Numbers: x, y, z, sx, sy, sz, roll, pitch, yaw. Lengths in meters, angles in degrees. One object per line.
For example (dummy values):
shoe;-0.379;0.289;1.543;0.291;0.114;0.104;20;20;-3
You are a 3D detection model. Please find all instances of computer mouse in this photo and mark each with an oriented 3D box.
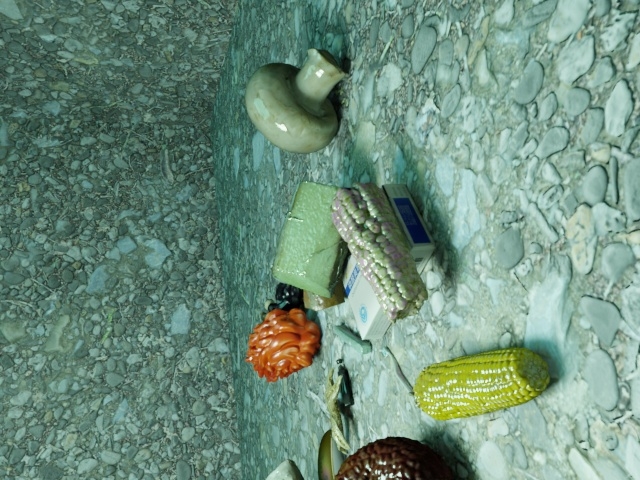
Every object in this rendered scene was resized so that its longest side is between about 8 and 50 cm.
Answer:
computer mouse;0.043;0.720;1.613;0.158;0.072;0.310;116;146;-55

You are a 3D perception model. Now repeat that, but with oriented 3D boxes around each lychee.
lychee;0.151;0.516;1.070;0.261;0.261;0.260;179;90;-70

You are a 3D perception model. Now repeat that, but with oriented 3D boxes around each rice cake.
rice cake;0.086;0.273;1.520;0.208;0.033;0.033;-162;70;-69

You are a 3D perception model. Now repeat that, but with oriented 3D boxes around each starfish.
starfish;0.047;0.486;1.575;0.235;0.062;0.277;-105;5;-66

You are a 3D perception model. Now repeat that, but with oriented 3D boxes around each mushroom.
mushroom;-0.057;-0.406;1.570;0.290;0.298;0.297;-42;48;33

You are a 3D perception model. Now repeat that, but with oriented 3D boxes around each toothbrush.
toothbrush;0.187;0.313;1.269;0.204;0.017;0.022;-124;48;-57

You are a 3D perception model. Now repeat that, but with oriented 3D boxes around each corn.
corn;0.117;0.013;1.114;0.126;0.127;0.335;108;150;-42
corn;0.266;0.246;0.937;0.305;0.106;0.106;137;129;-58

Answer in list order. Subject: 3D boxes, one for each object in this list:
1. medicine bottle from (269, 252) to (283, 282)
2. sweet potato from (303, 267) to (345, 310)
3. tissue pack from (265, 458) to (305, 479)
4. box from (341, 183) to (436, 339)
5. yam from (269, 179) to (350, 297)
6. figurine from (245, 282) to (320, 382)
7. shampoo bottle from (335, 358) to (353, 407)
medicine bottle;-0.080;0.068;1.802;0.252;0.145;0.144;152;115;-65
sweet potato;0.008;0.037;1.586;0.131;0.131;0.336;153;118;-68
tissue pack;-0.115;0.860;1.499;0.195;0.376;0.389;-1;120;47
box;0.147;0.057;1.292;0.343;0.065;0.200;110;151;-45
yam;-0.001;0.000;1.426;0.271;0.203;0.201;-69;-24;-6
figurine;-0.130;0.307;1.896;0.306;0.241;0.411;-53;17;24
shampoo bottle;0.068;0.410;1.582;0.048;0.027;0.137;104;157;-57
